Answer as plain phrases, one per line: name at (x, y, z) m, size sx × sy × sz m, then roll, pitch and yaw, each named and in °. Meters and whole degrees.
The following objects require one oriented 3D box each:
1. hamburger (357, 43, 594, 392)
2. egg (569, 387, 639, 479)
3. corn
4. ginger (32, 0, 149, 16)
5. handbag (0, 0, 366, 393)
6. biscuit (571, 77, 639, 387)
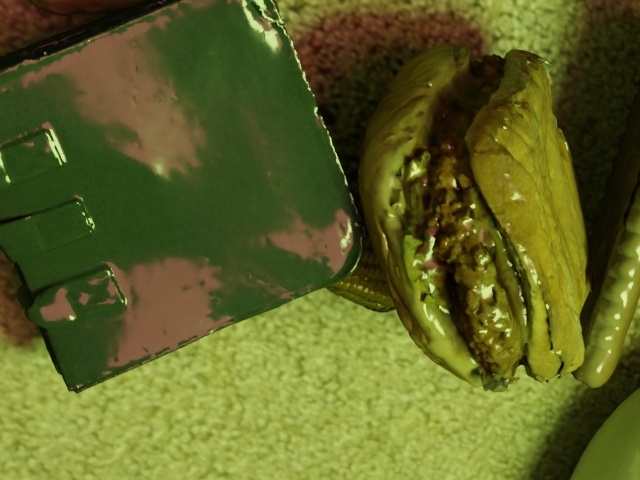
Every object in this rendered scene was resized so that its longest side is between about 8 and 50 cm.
hamburger at (0.124, -0.020, 1.357) m, size 0.145 × 0.283 × 0.259 m, roll -11°, pitch 105°, yaw 13°
egg at (0.354, 0.268, 1.574) m, size 0.283 × 0.283 × 0.345 m, roll 19°, pitch 80°, yaw -34°
corn at (0.000, 0.000, 1.400) m, size 0.203 × 0.072 × 0.072 m, roll 24°, pitch 91°, yaw -34°
ginger at (-0.176, -0.264, 1.215) m, size 0.149 × 0.065 × 0.258 m, roll -36°, pitch 122°, yaw -15°
handbag at (-0.121, -0.043, 1.263) m, size 0.260 × 0.079 × 0.247 m, roll -23°, pitch 110°, yaw -8°
biscuit at (0.271, -0.040, 1.483) m, size 0.044 × 0.217 × 0.325 m, roll 18°, pitch 95°, yaw 3°
